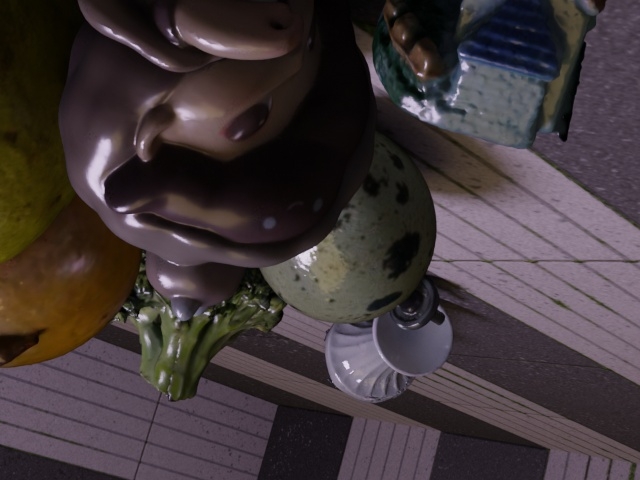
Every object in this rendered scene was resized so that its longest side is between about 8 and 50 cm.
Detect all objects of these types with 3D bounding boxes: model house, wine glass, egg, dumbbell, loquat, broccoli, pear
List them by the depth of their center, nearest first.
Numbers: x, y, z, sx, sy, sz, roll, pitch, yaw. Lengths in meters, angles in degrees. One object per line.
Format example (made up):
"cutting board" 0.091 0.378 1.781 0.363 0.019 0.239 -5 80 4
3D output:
"model house" 0.101 -0.148 0.526 0.119 0.148 0.149 21 134 3
"pear" -0.295 -0.124 0.758 0.287 0.287 0.375 20 145 -14
"egg" 0.021 -0.021 0.969 0.177 0.177 0.228 13 150 10
"loquat" -0.365 0.013 1.164 0.328 0.359 0.328 7 156 3
"dumbbell" 0.094 0.066 1.392 0.081 0.082 0.254 3 160 42
"broccoli" -0.202 0.109 1.545 0.288 0.245 0.248 23 174 -7
"wine glass" 0.109 0.162 1.598 0.165 0.165 0.196 20 161 -14

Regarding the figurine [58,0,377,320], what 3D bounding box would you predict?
"figurine" -0.077 -0.123 0.637 0.203 0.248 0.380 17 154 18
